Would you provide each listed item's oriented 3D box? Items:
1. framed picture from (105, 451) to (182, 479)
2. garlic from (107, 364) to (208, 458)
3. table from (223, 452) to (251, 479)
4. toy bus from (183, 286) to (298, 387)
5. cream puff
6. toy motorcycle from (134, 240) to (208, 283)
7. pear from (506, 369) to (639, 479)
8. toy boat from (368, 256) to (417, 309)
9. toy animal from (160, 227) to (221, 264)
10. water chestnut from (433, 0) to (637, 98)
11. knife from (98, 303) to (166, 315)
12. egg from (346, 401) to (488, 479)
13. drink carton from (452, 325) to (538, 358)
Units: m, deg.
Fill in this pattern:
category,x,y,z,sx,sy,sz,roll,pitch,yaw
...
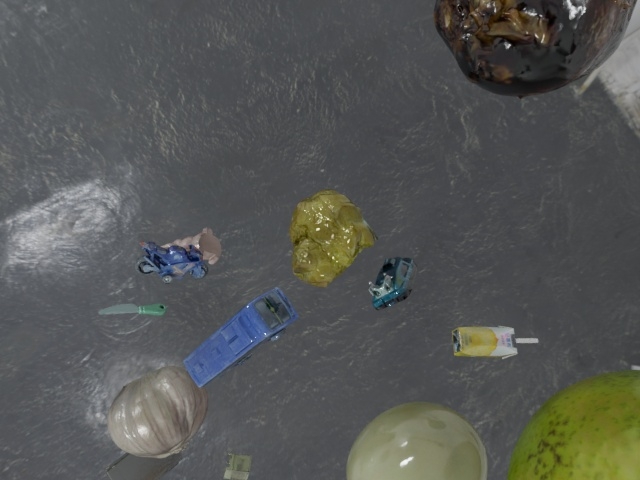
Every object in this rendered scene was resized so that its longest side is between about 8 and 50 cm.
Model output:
category,x,y,z,sx,sy,sz,roll,pitch,yaw
framed picture,-0.681,0.883,1.624,0.014,0.338,0.255,32,46,29
garlic,-0.493,0.533,1.268,0.318,0.317,0.259,-22,86,-10
table,-0.290,0.789,1.437,0.083,0.062,0.079,11,126,-9
toy bus,-0.144,0.178,0.726,0.236,0.094,0.079,-41,86,31
cream puff,-0.002,-0.006,1.318,0.270,0.323,0.274,-34,82,-18
toy motorcycle,-0.412,0.057,1.161,0.205,0.076,0.114,9,115,-31
pear,0.402,0.331,0.451,0.391,0.391,0.390,1,83,-8
toy boat,0.228,0.108,1.330,0.134,0.299,0.092,-31,98,24
toy animal,-0.431,0.037,1.380,0.124,0.213,0.124,20,65,-49
water chestnut,0.339,-0.404,0.706,0.347,0.335,0.335,-34,89,-20
knife,-0.771,0.281,1.697,0.260,0.063,0.034,8,125,-36
egg,0.155,0.374,0.688,0.242,0.186,0.185,-25,87,19
drink carton,0.452,0.263,1.070,0.200,0.074,0.084,2,65,0
